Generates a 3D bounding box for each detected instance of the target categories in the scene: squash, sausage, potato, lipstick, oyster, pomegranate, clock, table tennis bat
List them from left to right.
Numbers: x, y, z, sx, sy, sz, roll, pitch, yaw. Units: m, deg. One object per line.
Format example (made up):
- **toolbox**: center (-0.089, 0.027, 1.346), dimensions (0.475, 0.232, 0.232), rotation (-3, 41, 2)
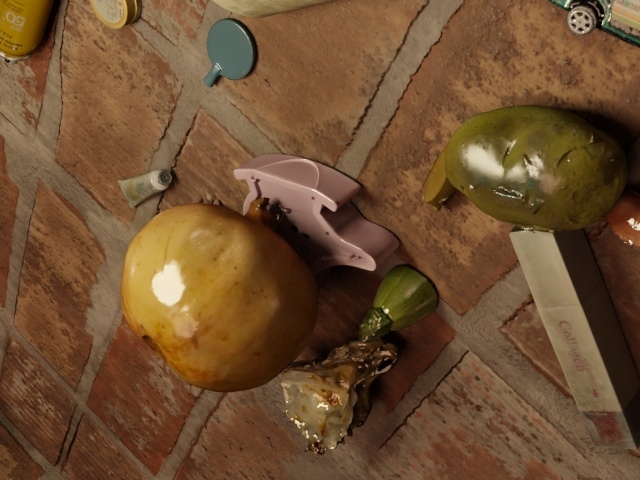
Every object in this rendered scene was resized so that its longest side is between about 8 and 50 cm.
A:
- **pomegranate**: center (-0.160, 0.076, 1.529), dimensions (0.338, 0.338, 0.338), rotation (24, 133, 29)
- **table tennis bat**: center (-0.161, -0.312, 1.555), dimensions (0.100, 0.019, 0.155), rotation (49, 138, 3)
- **clock**: center (0.000, 0.000, 1.589), dimensions (0.290, 0.080, 0.275), rotation (17, 130, 35)
- **oyster**: center (0.024, 0.259, 1.719), dimensions (0.198, 0.133, 0.337), rotation (44, 137, 12)
- **squash**: center (0.117, 0.117, 1.523), dimensions (0.105, 0.132, 0.105), rotation (26, 136, 29)
- **potato**: center (0.278, -0.094, 1.208), dimensions (0.248, 0.143, 0.169), rotation (16, 114, 37)
- **lipstick**: center (0.381, 0.130, 1.327), dimensions (0.076, 0.080, 0.371), rotation (-8, 113, 47)
- **sausage**: center (0.490, 0.014, 1.144), dimensions (0.304, 0.078, 0.078), rotation (27, 134, 26)

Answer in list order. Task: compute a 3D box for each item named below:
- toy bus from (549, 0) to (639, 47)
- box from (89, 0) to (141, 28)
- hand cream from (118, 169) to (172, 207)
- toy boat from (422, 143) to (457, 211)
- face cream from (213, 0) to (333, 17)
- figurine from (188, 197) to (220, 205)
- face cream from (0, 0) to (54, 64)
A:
- **toy bus**: center (0.374, -0.267, 1.037), dimensions (0.261, 0.091, 0.109), rotation (32, 130, 20)
- **box**: center (-0.371, -0.434, 1.644), dimensions (0.105, 0.037, 0.105), rotation (25, 134, 29)
- **hand cream**: center (-0.363, -0.110, 1.876), dimensions (0.194, 0.042, 0.067), rotation (-14, 110, 52)
- **toy boat**: center (0.192, -0.095, 1.363), dimensions (0.149, 0.049, 0.047), rotation (114, 141, -49)
- **face cream**: center (-0.005, -0.378, 1.255), dimensions (0.348, 0.173, 0.081), rotation (1, 83, 43)
- **figurine**: center (-0.206, -0.009, 1.749), dimensions (0.125, 0.125, 0.138), rotation (-13, 119, 47)
- **face cream**: center (-0.567, -0.462, 1.755), dimensions (0.105, 0.105, 0.349), rotation (48, 140, 4)
